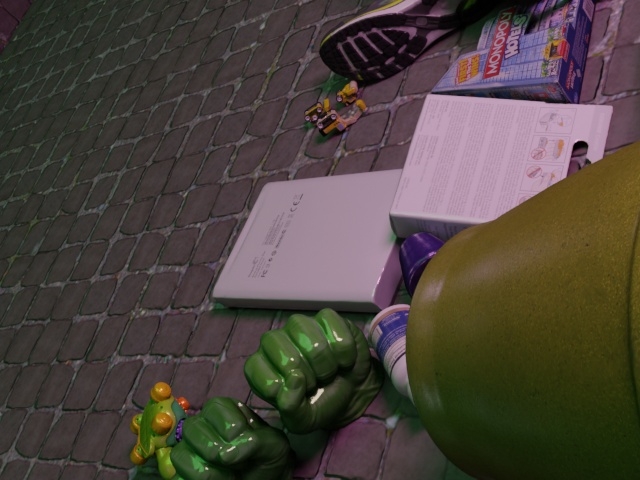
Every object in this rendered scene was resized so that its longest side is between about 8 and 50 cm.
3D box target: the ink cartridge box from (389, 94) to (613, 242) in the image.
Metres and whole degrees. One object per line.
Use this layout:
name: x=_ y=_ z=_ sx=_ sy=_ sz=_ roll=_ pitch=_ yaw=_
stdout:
ink cartridge box: x=0.216 y=-0.082 z=1.146 sx=0.232 sy=0.066 sz=0.189 roll=9 pitch=61 yaw=20

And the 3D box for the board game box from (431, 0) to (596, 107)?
board game box: x=0.247 y=-0.237 z=1.248 sx=0.194 sy=0.060 sz=0.194 roll=-10 pitch=50 yaw=39

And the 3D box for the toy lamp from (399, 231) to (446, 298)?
toy lamp: x=0.155 y=0.082 z=1.030 sx=0.080 sy=0.080 sz=0.275 roll=-41 pitch=35 yaw=9

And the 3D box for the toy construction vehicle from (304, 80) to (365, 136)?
toy construction vehicle: x=0.024 y=-0.196 z=1.468 sx=0.098 sy=0.035 sz=0.086 roll=-33 pitch=27 yaw=15

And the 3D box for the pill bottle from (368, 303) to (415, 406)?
pill bottle: x=0.102 y=0.129 z=1.049 sx=0.067 sy=0.067 sz=0.120 roll=-41 pitch=36 yaw=9

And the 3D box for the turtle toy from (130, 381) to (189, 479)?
turtle toy: x=-0.201 y=0.254 z=1.243 sx=0.095 sy=0.066 sz=0.130 roll=-54 pitch=32 yaw=32

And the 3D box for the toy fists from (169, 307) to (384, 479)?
toy fists: x=-0.053 y=0.200 z=1.078 sx=0.279 sy=0.142 sz=0.096 roll=-47 pitch=36 yaw=2

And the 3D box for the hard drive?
hard drive: x=0.000 y=0.000 z=1.297 sx=0.307 sy=0.040 sz=0.203 roll=-2 pitch=56 yaw=45

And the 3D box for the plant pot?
plant pot: x=0.260 y=0.079 z=0.732 sx=0.353 sy=0.366 sz=0.366 roll=-11 pitch=49 yaw=55

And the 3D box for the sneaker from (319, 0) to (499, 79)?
sneaker: x=0.133 y=-0.345 z=1.445 sx=0.300 sy=0.111 sz=0.121 roll=-25 pitch=35 yaw=17
